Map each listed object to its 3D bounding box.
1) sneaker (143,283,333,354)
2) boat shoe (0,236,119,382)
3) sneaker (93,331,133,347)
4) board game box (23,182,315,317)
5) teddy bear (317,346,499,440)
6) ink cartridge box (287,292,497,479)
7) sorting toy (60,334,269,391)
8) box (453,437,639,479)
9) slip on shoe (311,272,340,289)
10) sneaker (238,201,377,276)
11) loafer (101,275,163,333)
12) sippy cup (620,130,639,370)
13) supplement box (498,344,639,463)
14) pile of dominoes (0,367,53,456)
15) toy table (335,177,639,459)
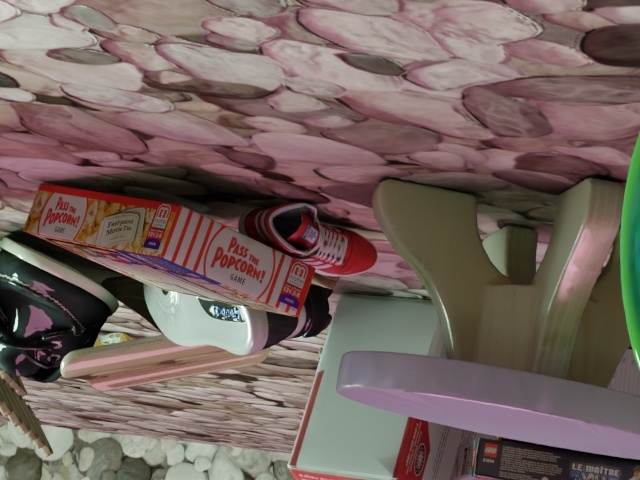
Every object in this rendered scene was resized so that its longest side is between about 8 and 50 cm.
[{"bbox_3d":[-0.066,0.054,1.688,0.121,0.079,0.217,-10,-164,-31],"label":"sneaker"},{"bbox_3d":[-0.281,0.082,1.833,0.127,0.113,0.340,30,169,-4],"label":"boat shoe"},{"bbox_3d":[-0.271,0.131,2.320,0.083,0.032,0.037,5,168,20],"label":"sneaker"},{"bbox_3d":[-0.122,0.008,1.468,0.147,0.045,0.193,26,169,-40],"label":"board game box"},{"bbox_3d":[0.135,0.188,2.110,0.245,0.113,0.338,7,168,19],"label":"teddy bear"},{"bbox_3d":[0.079,0.207,1.831,0.114,0.197,0.273,5,148,22],"label":"ink cartridge box"},{"bbox_3d":[-0.149,0.109,1.824,0.193,0.038,0.208,-10,171,-1],"label":"sorting toy"},{"bbox_3d":[0.234,0.219,1.716,0.207,0.036,0.114,9,169,-3],"label":"box"},{"bbox_3d":[-0.037,0.021,1.586,0.135,0.041,0.051,1,166,34],"label":"slip on shoe"},{"bbox_3d":[0.000,0.000,1.456,0.118,0.042,0.067,15,170,-21],"label":"sneaker"},{"bbox_3d":[-0.157,0.069,1.888,0.148,0.050,0.056,16,166,-32],"label":"loafer"},{"bbox_3d":[0.297,0.004,0.865,0.224,0.240,0.305,3,-149,-27],"label":"sippy cup"},{"bbox_3d":[0.280,0.133,1.685,0.194,0.129,0.191,9,169,-4],"label":"supplement box"},{"bbox_3d":[-0.349,0.116,1.865,0.040,0.196,0.251,-27,160,-3],"label":"pile of dominoes"},{"bbox_3d":[0.156,0.057,1.326,0.274,0.160,0.252,14,168,-21],"label":"toy table"}]
